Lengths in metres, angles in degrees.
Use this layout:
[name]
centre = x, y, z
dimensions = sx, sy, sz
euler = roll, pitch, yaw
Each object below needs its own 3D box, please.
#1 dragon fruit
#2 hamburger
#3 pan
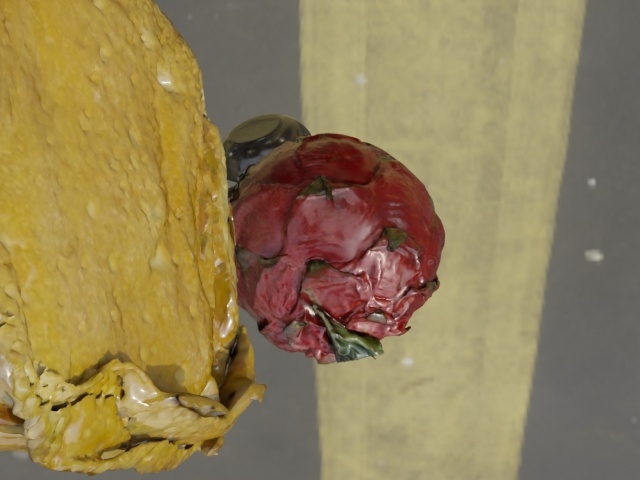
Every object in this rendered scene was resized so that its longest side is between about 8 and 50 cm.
[dragon fruit]
centre = 0.000, 0.000, 1.537
dimensions = 0.244, 0.299, 0.244
euler = -22, 129, -30
[hamburger]
centre = -0.151, -0.019, 0.680
dimensions = 0.158, 0.318, 0.318
euler = -22, 133, 19
[pan]
centre = -0.114, -0.118, 1.884
dimensions = 0.202, 0.128, 0.048
euler = -17, 117, 11
